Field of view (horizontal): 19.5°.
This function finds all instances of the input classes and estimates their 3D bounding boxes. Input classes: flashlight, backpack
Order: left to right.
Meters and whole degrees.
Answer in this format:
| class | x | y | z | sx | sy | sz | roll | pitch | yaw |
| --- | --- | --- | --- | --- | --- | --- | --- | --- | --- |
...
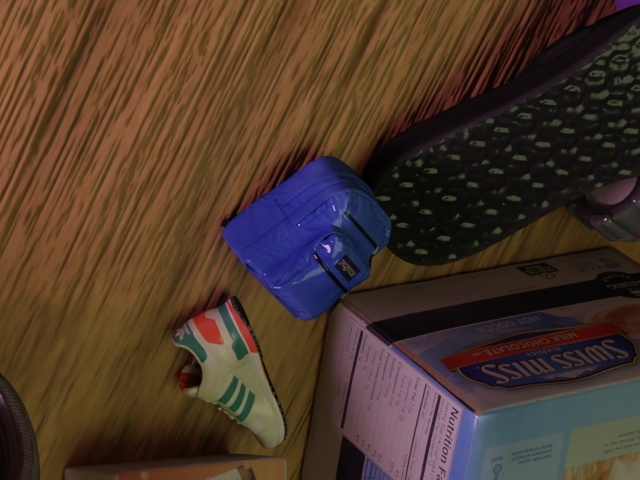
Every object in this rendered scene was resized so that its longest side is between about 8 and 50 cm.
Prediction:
| class | x | y | z | sx | sy | sz | roll | pitch | yaw |
| --- | --- | --- | --- | --- | --- | --- | --- | --- | --- |
| backpack | 0.000 | 0.000 | 1.553 | 0.120 | 0.101 | 0.098 | -40 | 139 | 1 |
| flashlight | 0.351 | -0.008 | 1.813 | 0.304 | 0.103 | 0.103 | 32 | 58 | -46 |

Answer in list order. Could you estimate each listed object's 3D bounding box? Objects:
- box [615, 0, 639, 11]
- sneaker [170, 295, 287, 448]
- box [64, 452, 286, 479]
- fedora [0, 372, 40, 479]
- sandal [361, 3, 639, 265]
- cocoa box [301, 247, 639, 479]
| class | x | y | z | sx | sy | sz | roll | pitch | yaw |
| --- | --- | --- | --- | --- | --- | --- | --- | --- | --- |
| box | 0.364 | -0.249 | 1.710 | 0.201 | 0.057 | 0.293 | -32 | 129 | -19 |
| sneaker | -0.082 | 0.122 | 1.606 | 0.075 | 0.057 | 0.161 | -21 | 128 | -5 |
| box | -0.121 | 0.252 | 1.584 | 0.170 | 0.091 | 0.130 | -1 | 88 | -36 |
| fedora | -0.339 | 0.178 | 1.350 | 0.124 | 0.244 | 0.275 | -51 | 174 | 37 |
| sandal | 0.239 | -0.127 | 1.624 | 0.446 | 0.107 | 0.167 | -22 | 124 | 3 |
| cocoa box | 0.194 | 0.173 | 1.707 | 0.347 | 0.228 | 0.231 | -8 | 119 | -32 |
